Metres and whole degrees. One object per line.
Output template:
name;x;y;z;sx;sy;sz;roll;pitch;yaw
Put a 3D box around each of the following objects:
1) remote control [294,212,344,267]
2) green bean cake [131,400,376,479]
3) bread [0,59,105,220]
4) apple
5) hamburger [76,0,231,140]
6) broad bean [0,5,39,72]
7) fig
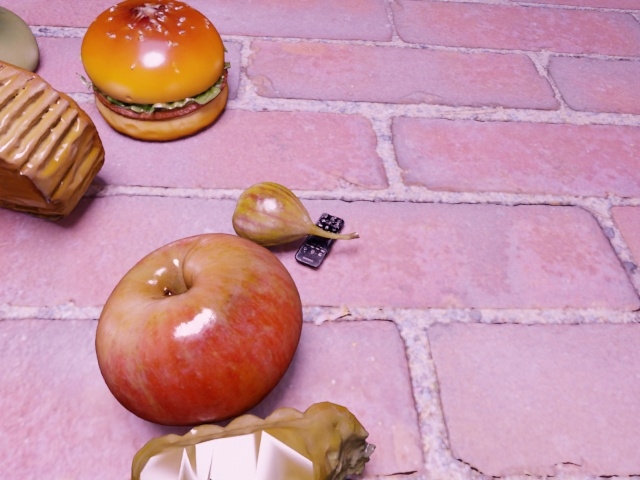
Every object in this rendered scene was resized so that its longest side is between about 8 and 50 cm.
remote control;0.000;0.000;0.652;0.039;0.014;0.096;21;55;15
green bean cake;-0.046;0.274;0.388;0.232;0.124;0.236;-6;55;-9
bread;-0.417;-0.131;0.580;0.253;0.227;0.143;12;62;4
apple;-0.120;0.090;0.486;0.209;0.164;0.210;-11;39;9
hamburger;-0.267;-0.293;0.743;0.245;0.170;0.246;3;57;-5
broad bean;-0.608;-0.350;0.802;0.227;0.100;0.169;13;62;3
fig;-0.036;-0.038;0.617;0.166;0.093;0.093;-3;53;14
